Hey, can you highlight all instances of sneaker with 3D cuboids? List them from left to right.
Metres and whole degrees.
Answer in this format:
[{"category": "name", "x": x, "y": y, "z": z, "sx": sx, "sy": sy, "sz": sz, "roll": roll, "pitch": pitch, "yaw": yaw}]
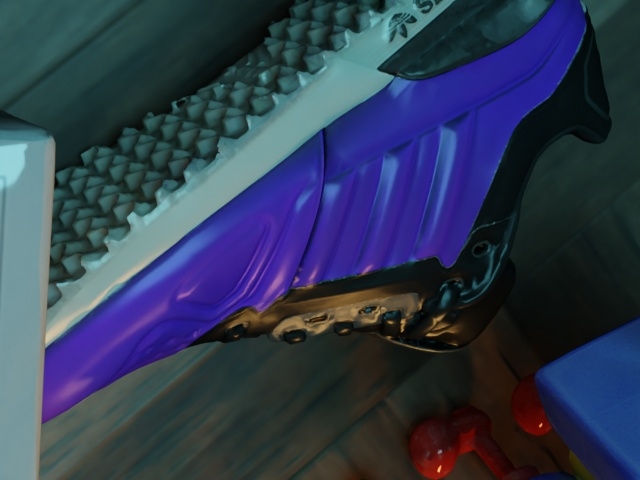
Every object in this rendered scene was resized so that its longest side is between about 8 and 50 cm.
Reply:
[{"category": "sneaker", "x": 0.001, "y": 0.000, "z": 0.687, "sx": 0.293, "sy": 0.102, "sz": 0.146, "roll": -39, "pitch": 112, "yaw": -10}]

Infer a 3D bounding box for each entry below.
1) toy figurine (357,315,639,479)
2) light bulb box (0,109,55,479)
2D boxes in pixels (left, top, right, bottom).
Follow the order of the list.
[{"category": "toy figurine", "x": 0.098, "y": 0.075, "z": 0.647, "sx": 0.362, "sy": 0.191, "sz": 0.217, "roll": -25, "pitch": 142, "yaw": -15}, {"category": "light bulb box", "x": -0.282, "y": 0.127, "z": 0.534, "sx": 0.357, "sy": 0.225, "sz": 0.361, "roll": 0, "pitch": 99, "yaw": -22}]
